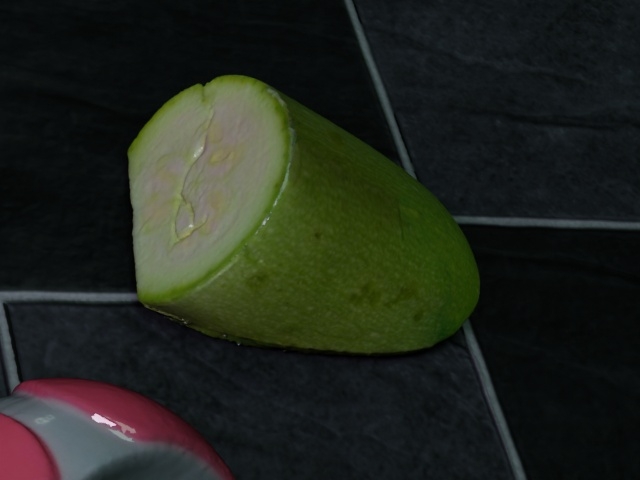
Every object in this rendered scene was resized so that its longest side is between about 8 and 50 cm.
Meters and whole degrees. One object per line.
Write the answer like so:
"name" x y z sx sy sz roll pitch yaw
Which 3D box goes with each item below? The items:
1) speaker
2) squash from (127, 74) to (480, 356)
"speaker" -0.182 0.239 1.294 0.294 0.294 0.294 15 48 -17
"squash" 0.000 0.000 1.743 0.309 0.210 0.233 34 35 -42
